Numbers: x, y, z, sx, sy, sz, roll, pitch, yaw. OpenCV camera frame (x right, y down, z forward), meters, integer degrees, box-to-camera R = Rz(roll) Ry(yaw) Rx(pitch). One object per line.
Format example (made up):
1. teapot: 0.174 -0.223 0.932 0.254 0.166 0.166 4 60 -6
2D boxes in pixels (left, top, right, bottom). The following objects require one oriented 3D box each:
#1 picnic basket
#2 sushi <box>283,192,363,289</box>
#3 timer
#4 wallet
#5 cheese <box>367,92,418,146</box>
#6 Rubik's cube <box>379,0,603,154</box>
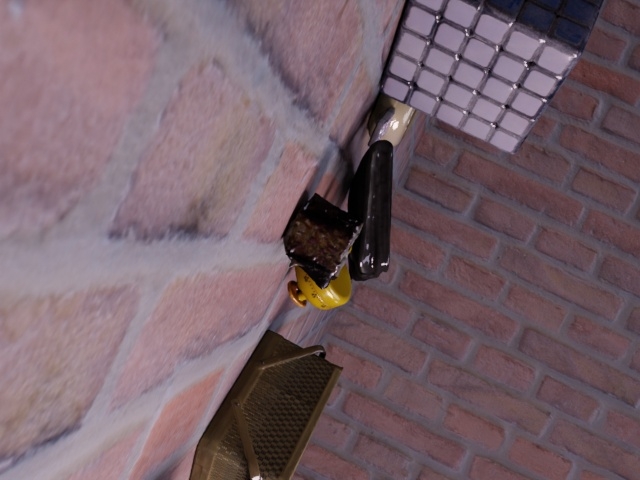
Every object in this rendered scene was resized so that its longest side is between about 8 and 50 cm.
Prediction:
1. picnic basket: -0.081 0.288 1.142 0.267 0.139 0.165 -58 172 -42
2. sushi: 0.001 -0.001 0.917 0.098 0.084 0.094 -60 178 6
3. timer: 0.013 0.047 1.086 0.109 0.107 0.107 -22 -168 23
4. wallet: 0.072 -0.033 1.174 0.377 0.051 0.197 117 -24 -86
5. cheese: 0.115 -0.201 1.153 0.227 0.064 0.137 -52 166 -56
6. Rubik's cube: 0.252 -0.310 1.038 0.237 0.236 0.238 -62 174 -29
